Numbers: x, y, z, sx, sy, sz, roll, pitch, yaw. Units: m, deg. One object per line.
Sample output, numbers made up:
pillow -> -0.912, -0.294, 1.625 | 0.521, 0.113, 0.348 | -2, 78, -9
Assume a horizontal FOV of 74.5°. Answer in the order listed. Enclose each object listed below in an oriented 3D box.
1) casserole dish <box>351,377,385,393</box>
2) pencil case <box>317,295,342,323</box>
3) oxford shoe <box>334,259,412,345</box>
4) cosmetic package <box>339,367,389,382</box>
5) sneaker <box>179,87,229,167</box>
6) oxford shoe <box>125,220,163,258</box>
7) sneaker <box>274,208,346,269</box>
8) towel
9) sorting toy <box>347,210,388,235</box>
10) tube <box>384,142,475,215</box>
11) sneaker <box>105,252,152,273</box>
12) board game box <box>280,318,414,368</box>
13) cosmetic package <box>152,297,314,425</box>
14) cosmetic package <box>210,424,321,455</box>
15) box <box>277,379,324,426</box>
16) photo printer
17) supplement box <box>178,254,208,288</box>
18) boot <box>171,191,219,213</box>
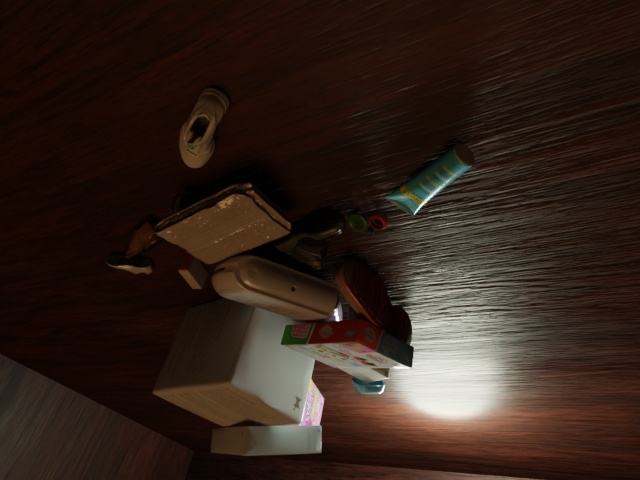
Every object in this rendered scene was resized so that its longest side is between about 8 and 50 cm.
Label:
casserole dish -> 0.184, 0.561, 1.631 | 0.114, 0.037, 0.188 | 2, 173, -6
pencil case -> 0.025, 0.235, 1.328 | 0.086, 0.088, 0.206 | -22, 142, -15
oxford shoe -> 0.127, 0.201, 1.212 | 0.147, 0.140, 0.397 | -10, 134, 34
cosmetic package -> 0.131, 0.427, 1.521 | 0.231, 0.085, 0.117 | 36, 136, -22
sneaker -> -0.257, -0.210, 0.865 | 0.080, 0.094, 0.212 | 24, 140, -14
oxford shoe -> -0.520, -0.004, 1.226 | 0.212, 0.076, 0.076 | -26, 97, 41
sneaker -> 0.000, 0.000, 1.050 | 0.130, 0.087, 0.228 | 37, 139, -28
towel -> -0.223, -0.029, 0.989 | 0.282, 0.049, 0.187 | -22, 141, 23
sorting toy -> 0.118, -0.046, 1.000 | 0.102, 0.042, 0.061 | 3, 125, 31
tube -> 0.225, -0.121, 0.873 | 0.080, 0.052, 0.207 | 36, 143, -9
sneaker -> -0.614, 0.081, 1.351 | 0.152, 0.053, 0.061 | 10, 143, 3
board game box -> 0.075, 0.312, 1.244 | 0.317, 0.064, 0.242 | -16, 141, 44
cosmetic package -> -0.271, 0.410, 1.426 | 0.394, 0.327, 0.329 | -19, 131, 34
cosmetic package -> -0.209, 0.728, 1.538 | 0.285, 0.097, 0.377 | 14, 151, -25
box -> -0.086, 0.754, 1.871 | 0.117, 0.213, 0.243 | -3, 137, 20
photo printer -> -0.142, 0.131, 1.162 | 0.308, 0.107, 0.256 | 21, 160, -21
supplement box -> -0.391, 0.097, 1.296 | 0.036, 0.062, 0.098 | -2, 138, 17
boot -> -0.244, -0.038, 1.077 | 0.179, 0.085, 0.236 | -8, 138, 20
